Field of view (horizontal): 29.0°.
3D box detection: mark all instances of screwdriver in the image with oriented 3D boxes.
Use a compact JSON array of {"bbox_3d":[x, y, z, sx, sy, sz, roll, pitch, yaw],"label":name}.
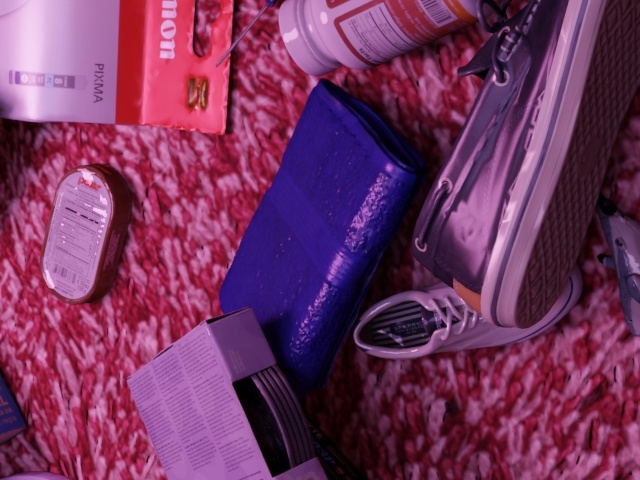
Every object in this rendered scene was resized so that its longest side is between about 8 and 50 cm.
[{"bbox_3d":[-0.069,-0.263,1.439,0.024,0.025,0.170,50,118,16],"label":"screwdriver"}]

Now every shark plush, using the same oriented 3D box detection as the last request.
[{"bbox_3d":[0.299,0.016,1.246,0.161,0.073,0.067,56,148,7],"label":"shark plush"}]

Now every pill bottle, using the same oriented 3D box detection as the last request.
[{"bbox_3d":[0.068,-0.254,1.304,0.216,0.121,0.121,-20,86,31],"label":"pill bottle"}]

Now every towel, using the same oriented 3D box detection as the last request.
[{"bbox_3d":[0.000,0.000,1.371,0.308,0.076,0.228,-62,34,20],"label":"towel"}]

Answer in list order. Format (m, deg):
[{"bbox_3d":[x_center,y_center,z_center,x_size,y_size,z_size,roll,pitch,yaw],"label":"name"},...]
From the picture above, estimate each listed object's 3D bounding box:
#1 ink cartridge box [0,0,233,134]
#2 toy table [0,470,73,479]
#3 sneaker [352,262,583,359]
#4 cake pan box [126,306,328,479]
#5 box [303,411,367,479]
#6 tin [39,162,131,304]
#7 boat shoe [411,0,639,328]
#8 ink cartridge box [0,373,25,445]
[{"bbox_3d":[-0.287,-0.295,1.522,0.384,0.091,0.308,9,101,30],"label":"ink cartridge box"},{"bbox_3d":[-0.441,0.420,1.656,0.274,0.161,0.252,-35,79,27],"label":"toy table"},{"bbox_3d":[0.152,0.080,1.312,0.258,0.091,0.094,-23,84,30],"label":"sneaker"},{"bbox_3d":[-0.103,0.223,1.372,0.267,0.070,0.246,-38,77,55],"label":"cake pan box"},{"bbox_3d":[-0.034,0.314,1.471,0.220,0.051,0.175,44,115,18],"label":"box"},{"bbox_3d":[-0.305,-0.007,1.598,0.106,0.040,0.190,23,107,21],"label":"tin"},{"bbox_3d":[0.217,-0.166,1.185,0.156,0.186,0.500,25,103,32],"label":"boat shoe"},{"bbox_3d":[-0.632,0.162,1.729,0.285,0.166,0.395,-33,80,28],"label":"ink cartridge box"}]
